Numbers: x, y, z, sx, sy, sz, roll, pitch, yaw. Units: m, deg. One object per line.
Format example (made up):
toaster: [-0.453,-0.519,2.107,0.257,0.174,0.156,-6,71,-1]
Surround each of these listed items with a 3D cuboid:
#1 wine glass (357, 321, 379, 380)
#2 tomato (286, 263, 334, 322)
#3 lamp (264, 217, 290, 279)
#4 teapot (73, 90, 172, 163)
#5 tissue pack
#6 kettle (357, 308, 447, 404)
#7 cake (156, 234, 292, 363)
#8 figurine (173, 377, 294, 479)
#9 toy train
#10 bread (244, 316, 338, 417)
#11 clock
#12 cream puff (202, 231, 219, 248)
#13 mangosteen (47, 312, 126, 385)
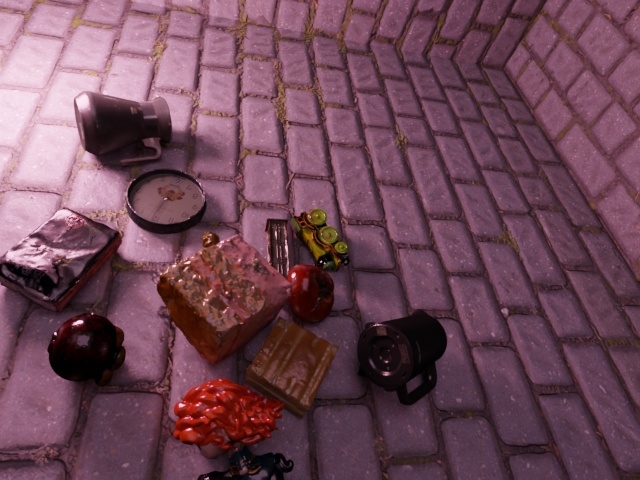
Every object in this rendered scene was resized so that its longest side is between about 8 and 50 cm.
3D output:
wine glass: [0.180,0.394,1.484,0.079,0.079,0.196,19,49,-2]
tomato: [-0.018,0.182,1.515,0.228,0.101,0.228,32,46,-39]
lamp: [-0.165,0.065,1.621,0.089,0.090,0.326,3,52,-14]
teapot: [-0.819,-0.475,1.750,0.343,0.253,0.301,-14,93,-31]
tissue pack: [-0.867,0.054,1.394,0.244,0.123,0.333,24,51,5]
kettle: [0.306,0.382,1.399,0.307,0.203,0.262,0,49,-51]
cake: [-0.317,0.191,1.357,0.314,0.293,0.306,45,49,13]
figurine: [-0.237,0.590,1.144,0.305,0.241,0.412,-12,74,3]
toy train: [0.000,0.000,1.716,0.160,0.101,0.296,-24,64,-22]
bread: [-0.093,0.404,1.373,0.239,0.111,0.246,31,51,6]
clock: [-0.618,-0.166,1.674,0.312,0.061,0.313,9,52,-11]
cream puff: [-0.426,0.005,1.610,0.058,0.083,0.083,-33,77,10]
mangosteen: [-0.677,0.313,1.213,0.209,0.210,0.210,8,52,-11]
